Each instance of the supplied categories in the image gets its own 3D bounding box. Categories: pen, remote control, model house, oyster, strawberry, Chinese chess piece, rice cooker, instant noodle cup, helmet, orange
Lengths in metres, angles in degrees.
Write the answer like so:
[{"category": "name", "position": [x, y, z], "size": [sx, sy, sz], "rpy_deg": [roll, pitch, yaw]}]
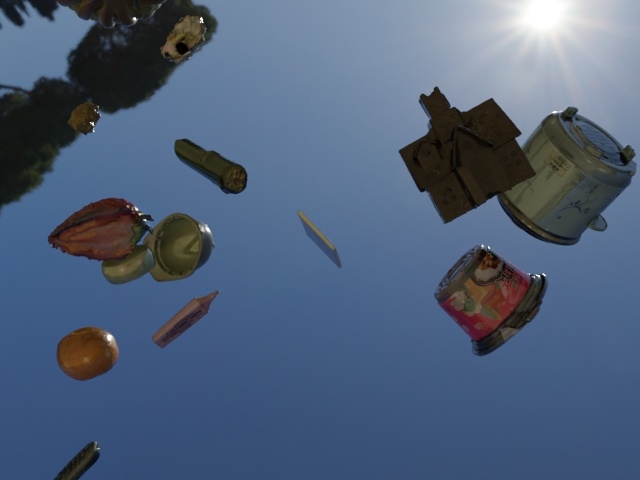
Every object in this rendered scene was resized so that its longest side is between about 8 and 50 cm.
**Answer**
[{"category": "pen", "position": [-0.326, 0.188, 1.627], "size": [0.197, 0.053, 0.032], "rpy_deg": [-41, -144, -2]}, {"category": "remote control", "position": [-0.551, 0.525, 1.415], "size": [0.222, 0.042, 0.072], "rpy_deg": [-49, -159, -4]}, {"category": "model house", "position": [0.263, -0.182, 1.259], "size": [0.211, 0.243, 0.204], "rpy_deg": [-29, 177, 6]}, {"category": "oyster", "position": [-0.354, -0.520, 1.755], "size": [0.209, 0.072, 0.132], "rpy_deg": [-20, -117, 41]}, {"category": "strawberry", "position": [-0.435, -0.027, 1.337], "size": [0.192, 0.140, 0.085], "rpy_deg": [-31, -140, 10]}, {"category": "Chinese chess piece", "position": [-0.520, 0.065, 1.798], "size": [0.144, 0.058, 0.144], "rpy_deg": [-16, -158, 7]}, {"category": "rice cooker", "position": [0.562, -0.138, 1.564], "size": [0.317, 0.316, 0.264], "rpy_deg": [-3, -155, 27]}, {"category": "instant noodle cup", "position": [0.397, 0.129, 1.620], "size": [0.182, 0.302, 0.258], "rpy_deg": [40, -110, 1]}, {"category": "helmet", "position": [-0.423, 0.020, 2.096], "size": [0.258, 0.137, 0.204], "rpy_deg": [-24, -100, 31]}, {"category": "orange", "position": [-0.320, 0.156, 0.910], "size": [0.083, 0.070, 0.083], "rpy_deg": [-15, -173, 2]}]

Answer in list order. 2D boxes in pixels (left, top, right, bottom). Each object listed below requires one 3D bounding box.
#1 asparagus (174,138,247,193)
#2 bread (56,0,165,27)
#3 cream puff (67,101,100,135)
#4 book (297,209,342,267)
[{"category": "asparagus", "position": [-0.236, -0.160, 1.389], "size": [0.060, 0.067, 0.278], "rpy_deg": [-44, -144, -13]}, {"category": "bread", "position": [-0.342, -0.439, 1.067], "size": [0.213, 0.213, 0.104], "rpy_deg": [-32, -129, -2]}, {"category": "cream puff", "position": [-0.607, -0.316, 1.714], "size": [0.083, 0.058, 0.083], "rpy_deg": [-21, -108, 5]}, {"category": "book", "position": [0.000, 0.000, 1.475], "size": [0.012, 0.172, 0.118], "rpy_deg": [-42, -105, -6]}]
